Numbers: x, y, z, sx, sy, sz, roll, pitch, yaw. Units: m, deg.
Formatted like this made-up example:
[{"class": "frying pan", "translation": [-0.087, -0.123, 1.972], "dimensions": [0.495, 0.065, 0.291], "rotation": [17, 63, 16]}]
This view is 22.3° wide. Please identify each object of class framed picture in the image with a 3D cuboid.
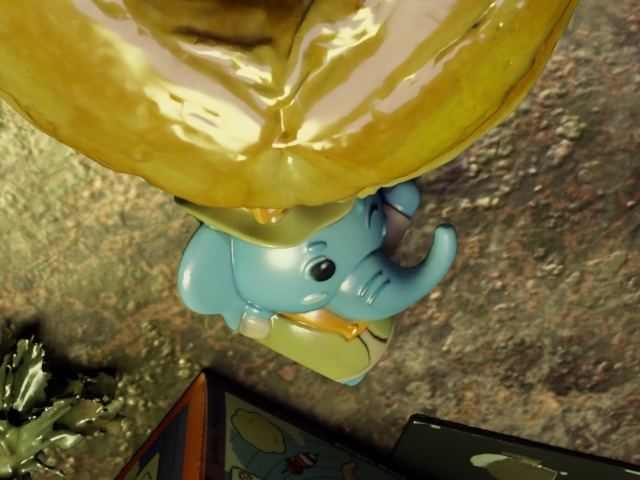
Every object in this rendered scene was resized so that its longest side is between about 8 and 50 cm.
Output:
[{"class": "framed picture", "translation": [0.136, 0.303, 1.496], "dimensions": [0.244, 0.013, 0.323], "rotation": [14, 123, -15]}]

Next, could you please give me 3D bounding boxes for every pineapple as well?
[{"class": "pineapple", "translation": [-0.303, 0.232, 1.332], "dimensions": [0.361, 0.175, 0.175], "rotation": [-46, 118, 8]}]

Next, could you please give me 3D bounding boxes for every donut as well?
[{"class": "donut", "translation": [-0.033, -0.224, 0.958], "dimensions": [0.449, 0.198, 0.448], "rotation": [0, 113, 1]}]

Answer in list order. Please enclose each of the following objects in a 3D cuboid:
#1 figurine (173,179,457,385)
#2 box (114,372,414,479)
[{"class": "figurine", "translation": [-0.003, 0.000, 1.199], "dimensions": [0.180, 0.154, 0.262], "rotation": [-34, 139, 8]}, {"class": "box", "translation": [-0.018, 0.344, 1.315], "dimensions": [0.349, 0.318, 0.257], "rotation": [30, 118, -18]}]
